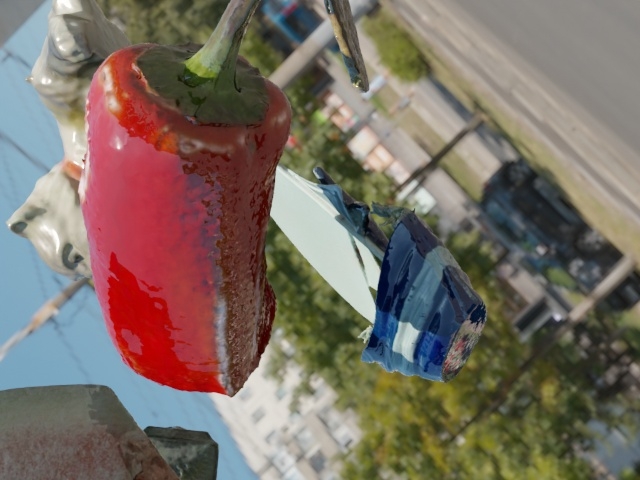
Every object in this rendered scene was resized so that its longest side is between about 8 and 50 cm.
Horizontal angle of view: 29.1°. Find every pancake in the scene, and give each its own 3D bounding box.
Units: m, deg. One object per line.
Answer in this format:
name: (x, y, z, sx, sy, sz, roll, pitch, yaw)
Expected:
pancake: (0.019, -0.246, 1.306, 0.199, 0.021, 0.199, -17, -90, -82)

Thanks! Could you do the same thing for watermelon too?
watermelon: (-0.193, 0.234, 0.912, 0.232, 0.193, 0.310, 26, 148, 49)

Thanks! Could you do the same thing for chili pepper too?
chili pepper: (-0.086, -0.053, 0.755, 0.131, 0.134, 0.338, 15, 136, 8)

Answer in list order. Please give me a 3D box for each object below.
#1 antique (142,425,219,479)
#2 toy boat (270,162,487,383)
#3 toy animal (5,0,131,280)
antique: (-0.151, 0.277, 1.220, 0.088, 0.183, 0.086, 6, 164, -7)
toy boat: (0.014, -0.004, 0.942, 0.291, 0.070, 0.210, 49, 155, -4)
toy animal: (-0.250, -0.098, 1.269, 0.308, 0.188, 0.266, 46, -146, -66)
